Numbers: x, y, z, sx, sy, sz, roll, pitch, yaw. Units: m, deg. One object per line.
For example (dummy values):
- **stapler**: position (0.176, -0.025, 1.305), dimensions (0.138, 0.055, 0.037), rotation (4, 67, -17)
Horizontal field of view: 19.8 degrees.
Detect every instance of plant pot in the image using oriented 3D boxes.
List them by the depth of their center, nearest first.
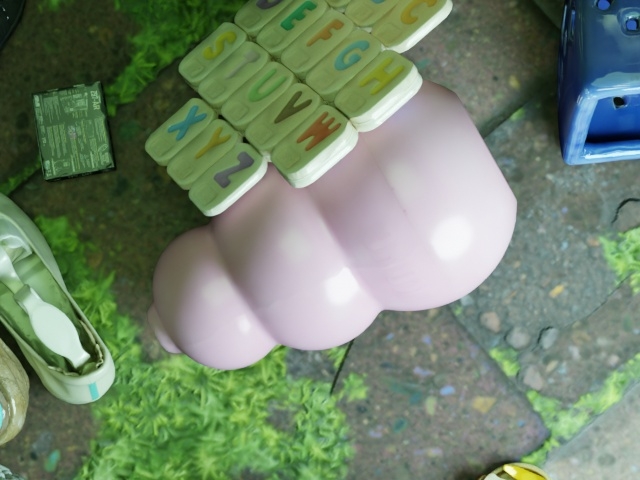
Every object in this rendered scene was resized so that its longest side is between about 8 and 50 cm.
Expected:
- **plant pot**: position (0.319, -0.203, 1.592), dimensions (0.236, 0.236, 0.212), rotation (-6, 78, 2)

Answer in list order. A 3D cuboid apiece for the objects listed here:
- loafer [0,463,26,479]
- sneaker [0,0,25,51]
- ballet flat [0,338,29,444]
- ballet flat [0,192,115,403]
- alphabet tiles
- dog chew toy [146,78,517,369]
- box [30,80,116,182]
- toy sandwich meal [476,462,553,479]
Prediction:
- **loafer**: position (-0.376, 0.222, 1.622), dimensions (0.319, 0.112, 0.111), rotation (21, 91, 10)
- **sneaker**: position (-0.318, -0.187, 1.673), dimensions (0.051, 0.089, 0.170), rotation (20, 84, 4)
- **ballet flat**: position (-0.376, 0.037, 1.628), dimensions (0.116, 0.124, 0.342), rotation (-41, 93, 18)
- **ballet flat**: position (-0.270, 0.038, 1.649), dimensions (0.086, 0.086, 0.248), rotation (-39, 83, -3)
- **alphabet tiles**: position (-0.026, -0.145, 1.591), dimensions (0.278, 0.284, 0.021), rotation (-41, 124, -3)
- **dog chew toy**: position (0.000, 0.000, 1.594), dimensions (0.332, 0.206, 0.206), rotation (-29, 83, 5)
- **box**: position (-0.228, -0.101, 1.696), dimensions (0.067, 0.018, 0.083), rotation (-11, 83, 0)
- **toy sandwich meal**: position (0.175, 0.236, 1.639), dimensions (0.085, 0.029, 0.085), rotation (0, 83, 2)
